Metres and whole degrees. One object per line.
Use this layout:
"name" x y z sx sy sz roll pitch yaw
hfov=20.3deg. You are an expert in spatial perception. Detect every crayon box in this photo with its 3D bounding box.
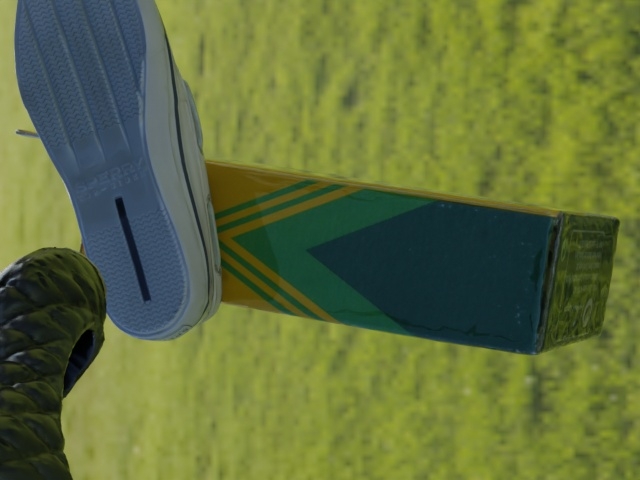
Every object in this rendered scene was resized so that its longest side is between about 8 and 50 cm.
"crayon box" 0.000 0.000 1.072 0.203 0.323 0.083 1 -82 -72

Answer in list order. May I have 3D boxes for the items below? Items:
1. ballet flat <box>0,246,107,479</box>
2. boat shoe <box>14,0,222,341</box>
"ballet flat" -0.067 0.046 0.392 0.057 0.049 0.173 -60 8 17
"boat shoe" -0.106 -0.056 0.965 0.076 0.083 0.226 -1 -100 -73
